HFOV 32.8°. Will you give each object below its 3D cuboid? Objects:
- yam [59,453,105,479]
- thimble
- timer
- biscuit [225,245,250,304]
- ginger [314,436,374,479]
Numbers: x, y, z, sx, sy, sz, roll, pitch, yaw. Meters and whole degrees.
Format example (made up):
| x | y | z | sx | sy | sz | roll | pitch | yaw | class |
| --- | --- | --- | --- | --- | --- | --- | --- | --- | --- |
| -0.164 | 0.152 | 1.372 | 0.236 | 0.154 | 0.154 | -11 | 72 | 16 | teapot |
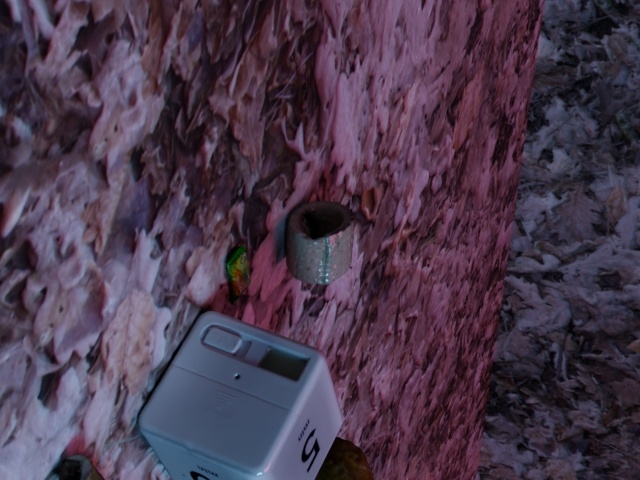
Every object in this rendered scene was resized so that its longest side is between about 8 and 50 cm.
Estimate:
| x | y | z | sx | sy | sz | roll | pitch | yaw | class |
| --- | --- | --- | --- | --- | --- | --- | --- | --- | --- |
| -0.260 | 0.351 | 1.354 | 0.045 | 0.045 | 0.327 | -29 | 147 | -12 | yam |
| 0.000 | 0.000 | 1.633 | 0.115 | 0.102 | 0.090 | -86 | 180 | -56 | thimble |
| -0.100 | 0.240 | 1.452 | 0.194 | 0.192 | 0.195 | -60 | 156 | -28 | timer |
| -0.113 | 0.046 | 1.508 | 0.046 | 0.016 | 0.089 | -55 | 154 | -37 | biscuit |
| -0.062 | 0.470 | 1.689 | 0.418 | 0.254 | 0.176 | -51 | 129 | -30 | ginger |
